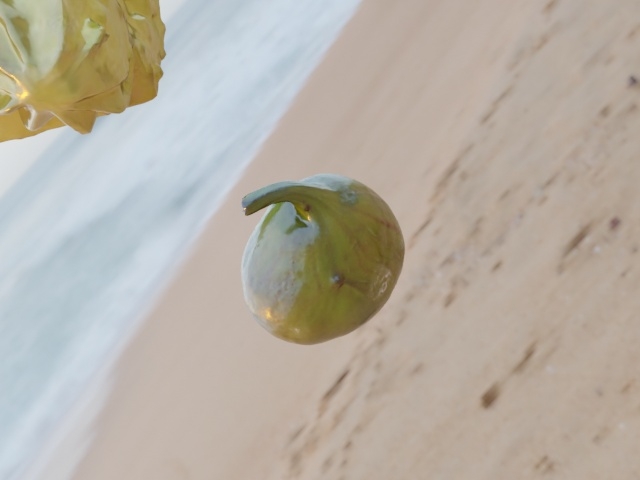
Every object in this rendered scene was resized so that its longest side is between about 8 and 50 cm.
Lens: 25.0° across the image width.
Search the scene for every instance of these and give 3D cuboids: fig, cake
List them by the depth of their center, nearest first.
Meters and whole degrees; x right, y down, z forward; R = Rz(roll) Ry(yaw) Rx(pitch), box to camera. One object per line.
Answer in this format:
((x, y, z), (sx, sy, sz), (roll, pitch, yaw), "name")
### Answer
((0.000, 0.000, 0.705), (0.084, 0.082, 0.098), (-13, -37, -9), "fig")
((-0.226, -0.181, 0.914), (0.228, 0.222, 0.286), (-14, 40, 16), "cake")
